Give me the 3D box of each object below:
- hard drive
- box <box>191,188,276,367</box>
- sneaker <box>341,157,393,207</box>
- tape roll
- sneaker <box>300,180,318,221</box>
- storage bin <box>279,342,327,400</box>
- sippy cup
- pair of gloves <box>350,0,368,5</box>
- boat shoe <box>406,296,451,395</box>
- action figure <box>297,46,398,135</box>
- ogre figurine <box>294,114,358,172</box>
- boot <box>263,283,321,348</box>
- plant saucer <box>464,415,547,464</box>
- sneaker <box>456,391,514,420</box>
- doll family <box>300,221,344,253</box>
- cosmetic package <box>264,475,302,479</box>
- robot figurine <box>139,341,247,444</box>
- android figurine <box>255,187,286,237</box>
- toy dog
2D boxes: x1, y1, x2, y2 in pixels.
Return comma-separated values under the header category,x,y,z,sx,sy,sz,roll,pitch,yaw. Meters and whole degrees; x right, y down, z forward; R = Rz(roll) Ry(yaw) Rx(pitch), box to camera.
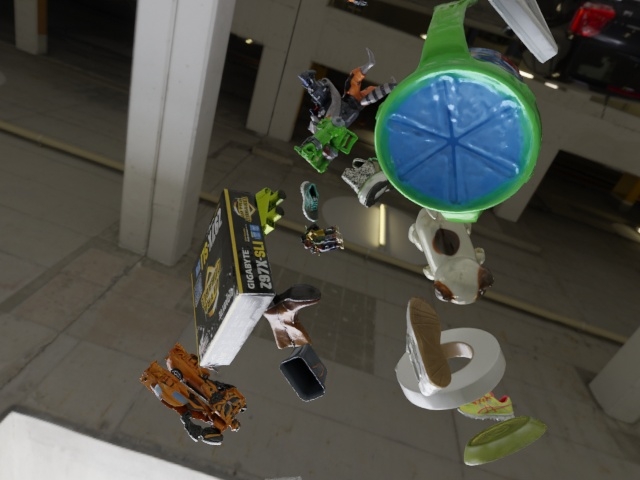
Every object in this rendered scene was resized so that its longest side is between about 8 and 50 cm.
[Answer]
category,x,y,z,sx,sy,sz,roll,pitch,yaw
hard drive,0.309,-0.475,0.745,0.307,0.040,0.203,24,-128,-33
box,-0.205,0.089,0.913,0.079,0.322,0.257,6,-130,-27
sneaker,0.221,-0.282,1.645,0.182,0.158,0.410,39,-143,11
tape roll,0.468,0.458,1.540,0.072,0.392,0.392,64,-152,-11
sneaker,-0.036,-0.159,1.701,0.065,0.167,0.076,-17,-172,-26
storage bin,-0.033,0.354,1.165,0.135,0.098,0.091,56,-156,-10
sippy cup,0.231,-0.198,0.679,0.240,0.305,0.224,30,-135,5
pair of gloves,0.142,-0.869,1.512,0.074,0.010,0.083,5,-174,-10
boat shoe,0.269,0.279,1.131,0.098,0.096,0.277,16,-138,-12
action figure,0.078,-0.477,1.417,0.178,0.330,0.341,57,-158,18
ogre figurine,0.017,-0.217,0.960,0.097,0.118,0.197,47,-173,27
boot,-0.088,0.314,1.634,0.264,0.280,0.096,-13,-152,12
plant saucer,0.493,0.537,1.147,0.241,0.241,0.037,-8,-117,-41
sneaker,0.601,0.600,1.536,0.208,0.094,0.081,4,174,-5
doll family,0.000,0.000,1.130,0.111,0.193,0.076,-14,-110,6
cosmetic package,-0.036,0.578,0.805,0.060,0.099,0.239,-29,-87,-56
robot figurine,-0.332,0.418,1.153,0.291,0.085,0.211,35,-157,5
android figurine,-0.237,-0.081,1.573,0.056,0.273,0.248,34,-136,-34
toy dog,0.549,0.062,1.712,0.284,0.395,0.408,-14,-121,6
